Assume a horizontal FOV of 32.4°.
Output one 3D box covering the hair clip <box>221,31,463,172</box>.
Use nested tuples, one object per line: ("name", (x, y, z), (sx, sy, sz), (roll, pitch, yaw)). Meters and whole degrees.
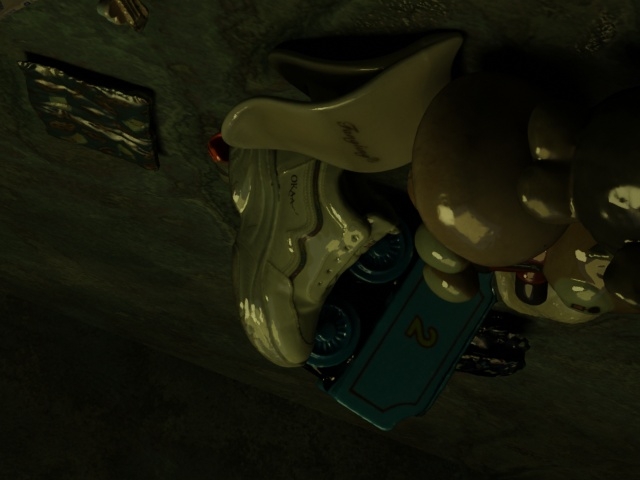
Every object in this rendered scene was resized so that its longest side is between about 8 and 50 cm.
("hair clip", (0.030, -0.146, 1.209), (0.282, 0.113, 0.172), (8, 161, 24))

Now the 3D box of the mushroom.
("mushroom", (0.170, -0.073, 1.159), (0.204, 0.204, 0.204), (15, 162, 5))

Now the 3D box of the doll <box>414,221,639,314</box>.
("doll", (0.285, -0.001, 1.326), (0.329, 0.174, 0.235), (8, 150, 14))

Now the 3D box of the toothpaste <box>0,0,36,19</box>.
("toothpaste", (-0.368, -0.287, 1.263), (0.301, 0.048, 0.075), (-6, 148, 46))

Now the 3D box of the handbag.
("handbag", (0.249, 0.178, 1.996), (0.260, 0.113, 0.162), (11, 168, 13))

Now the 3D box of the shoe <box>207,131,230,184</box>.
("shoe", (-0.070, -0.108, 1.493), (0.194, 0.074, 0.077), (8, 156, 32))

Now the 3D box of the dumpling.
("dumpling", (0.322, 0.028, 1.469), (0.166, 0.126, 0.215), (45, 154, -26))

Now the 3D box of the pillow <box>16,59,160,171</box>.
("pillow", (-0.324, -0.176, 1.572), (0.188, 0.034, 0.255), (17, 162, 1))

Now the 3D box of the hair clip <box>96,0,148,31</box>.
("hair clip", (-0.227, -0.282, 1.123), (0.056, 0.062, 0.214), (25, 163, 13))

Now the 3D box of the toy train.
("toy train", (0.095, 0.100, 1.604), (0.265, 0.300, 0.188), (33, 174, -9))

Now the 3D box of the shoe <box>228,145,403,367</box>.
("shoe", (0.000, 0.000, 1.399), (0.210, 0.342, 0.132), (1, -168, 19))

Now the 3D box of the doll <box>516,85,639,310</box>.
("doll", (0.416, -0.081, 0.986), (0.378, 0.252, 0.382), (-10, -175, -38))
